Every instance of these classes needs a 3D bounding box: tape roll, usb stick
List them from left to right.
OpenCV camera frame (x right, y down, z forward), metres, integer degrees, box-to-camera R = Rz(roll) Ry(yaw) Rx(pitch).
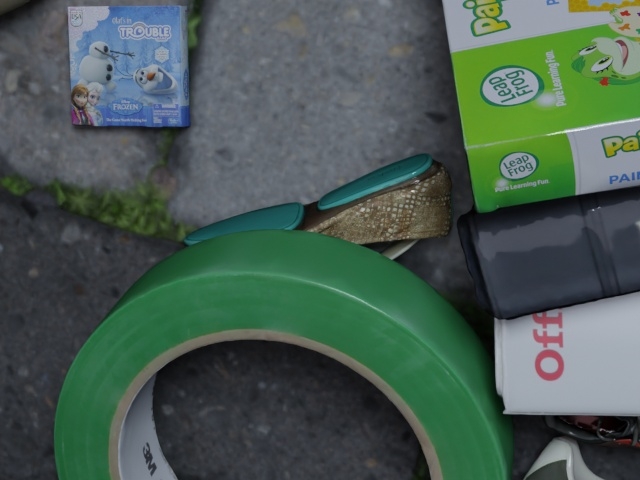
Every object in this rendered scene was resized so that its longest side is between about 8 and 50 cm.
[{"bbox_3d":[-0.026,0.153,0.875,0.321,0.077,0.321,5,115,11],"label":"tape roll"},{"bbox_3d":[0.218,-0.016,0.701,0.278,0.045,0.077,-13,94,16],"label":"usb stick"}]

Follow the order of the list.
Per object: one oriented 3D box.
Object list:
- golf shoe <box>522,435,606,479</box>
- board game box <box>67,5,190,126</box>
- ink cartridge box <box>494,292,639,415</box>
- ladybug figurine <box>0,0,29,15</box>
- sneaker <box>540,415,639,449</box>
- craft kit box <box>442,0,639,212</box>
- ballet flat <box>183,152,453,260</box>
[{"bbox_3d":[0.251,0.227,0.823,0.273,0.105,0.120,17,94,23],"label":"golf shoe"},{"bbox_3d":[-0.143,-0.130,0.921,0.090,0.020,0.090,2,99,14],"label":"board game box"},{"bbox_3d":[0.268,-0.009,0.780,0.306,0.131,0.226,0,99,16],"label":"ink cartridge box"},{"bbox_3d":[-0.258,-0.372,0.835,0.305,0.162,0.449,14,102,12],"label":"ladybug figurine"},{"bbox_3d":[0.225,0.127,0.849,0.158,0.065,0.061,2,100,14],"label":"sneaker"},{"bbox_3d":[0.194,-0.137,0.714,0.247,0.250,0.061,-12,134,9],"label":"craft kit box"},{"bbox_3d":[0.000,0.000,0.885,0.206,0.073,0.067,-16,110,20],"label":"ballet flat"}]
